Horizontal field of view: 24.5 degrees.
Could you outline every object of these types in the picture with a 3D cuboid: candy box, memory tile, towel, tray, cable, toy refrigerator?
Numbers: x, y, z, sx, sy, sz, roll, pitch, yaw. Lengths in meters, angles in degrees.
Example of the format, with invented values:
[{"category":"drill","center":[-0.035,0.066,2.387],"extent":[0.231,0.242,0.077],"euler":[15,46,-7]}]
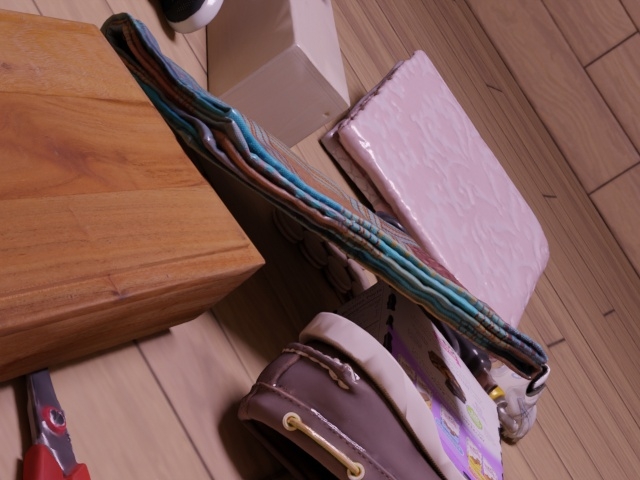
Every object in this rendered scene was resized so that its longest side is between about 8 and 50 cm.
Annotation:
[{"category":"candy box","center":[0.077,0.141,1.213],"extent":[0.165,0.070,0.196],"euler":[52,17,-15]},{"category":"memory tile","center":[0.000,0.000,1.361],"extent":[0.148,0.012,0.113],"euler":[46,19,-30]},{"category":"towel","center":[0.147,-0.046,1.718],"extent":[0.317,0.053,0.332],"euler":[55,28,-7]},{"category":"tray","center":[-0.176,-0.034,0.791],"extent":[0.203,0.076,0.411],"euler":[54,17,7]},{"category":"cable","center":[0.086,0.076,1.441],"extent":[0.139,0.072,0.287],"euler":[16,29,-41]},{"category":"toy refrigerator","center":[-0.044,-0.193,1.440],"extent":[0.094,0.102,0.269],"euler":[47,18,-29]},{"category":"towel","center":[0.001,-0.036,1.166],"extent":[0.370,0.040,0.271],"euler":[35,6,-33]}]

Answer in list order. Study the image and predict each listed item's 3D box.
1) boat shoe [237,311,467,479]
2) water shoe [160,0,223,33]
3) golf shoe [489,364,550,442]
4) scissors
[{"category":"boat shoe","center":[0.064,0.202,1.021],"extent":[0.324,0.096,0.116],"euler":[55,-25,-18]},{"category":"water shoe","center":[-0.134,-0.287,1.357],"extent":[0.080,0.073,0.203],"euler":[27,54,-47]},{"category":"golf shoe","center":[0.209,0.161,1.529],"extent":[0.069,0.086,0.176],"euler":[60,15,17]},{"category":"scissors","center":[-0.132,0.114,0.761],"extent":[0.109,0.021,0.297],"euler":[39,21,-30]}]
